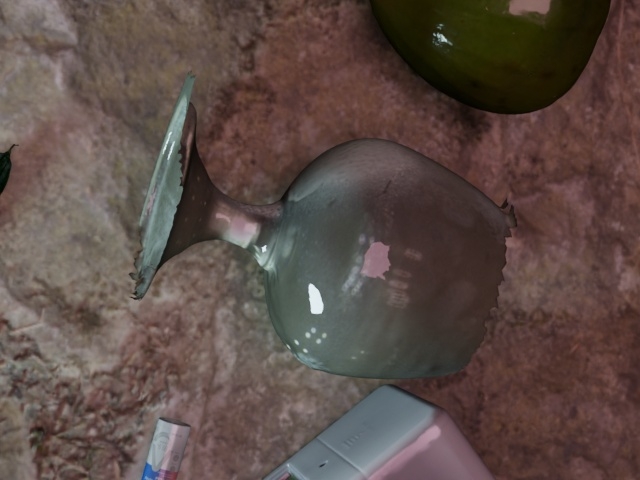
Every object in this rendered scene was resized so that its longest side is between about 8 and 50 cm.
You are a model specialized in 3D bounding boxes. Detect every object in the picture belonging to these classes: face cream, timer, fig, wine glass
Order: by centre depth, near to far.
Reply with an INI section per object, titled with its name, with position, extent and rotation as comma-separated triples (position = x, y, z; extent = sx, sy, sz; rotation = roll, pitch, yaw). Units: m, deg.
[wine glass]
position = 0.000, 0.000, 1.278
extent = 0.323, 0.238, 0.238
rotation = 17, 88, -14
[fig]
position = 0.152, -0.226, 1.317
extent = 0.225, 0.203, 0.203
rotation = 8, 90, -21
[timer]
position = 0.071, 0.277, 1.319
extent = 0.194, 0.192, 0.195
rotation = -38, 100, -9
[face cream]
position = -0.159, 0.239, 1.344
extent = 0.034, 0.034, 0.130
rotation = 17, 89, -14

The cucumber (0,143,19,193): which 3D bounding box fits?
[cucumber]
position = -0.334, -0.023, 1.291
extent = 0.039, 0.039, 0.168
rotation = 33, 86, -12
